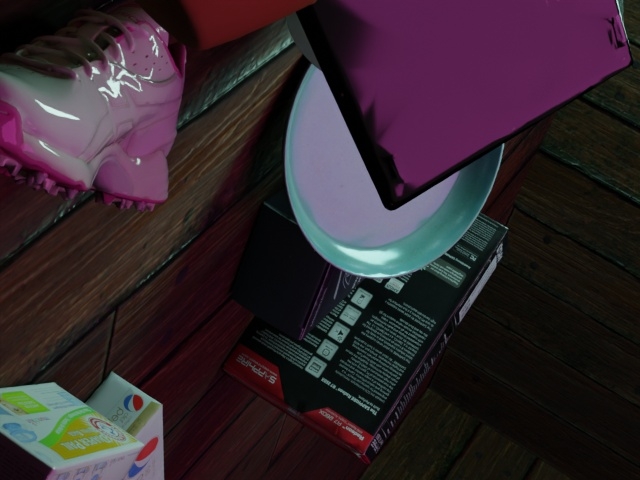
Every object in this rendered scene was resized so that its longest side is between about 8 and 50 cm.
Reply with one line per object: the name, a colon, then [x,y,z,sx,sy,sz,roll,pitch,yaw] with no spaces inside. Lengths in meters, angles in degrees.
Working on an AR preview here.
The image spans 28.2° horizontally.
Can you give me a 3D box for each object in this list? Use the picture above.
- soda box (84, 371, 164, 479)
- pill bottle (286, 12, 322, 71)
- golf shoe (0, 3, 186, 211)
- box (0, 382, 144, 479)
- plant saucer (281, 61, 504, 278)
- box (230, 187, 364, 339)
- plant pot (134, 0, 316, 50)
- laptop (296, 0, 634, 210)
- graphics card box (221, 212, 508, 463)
soda box: [-0.219,0.233,1.390,0.074,0.069,0.216,-51,164,-30]
pill bottle: [0.087,-0.273,1.204,0.272,0.152,0.152,-50,164,-29]
golf shoe: [-0.164,-0.099,0.823,0.306,0.115,0.140,4,106,-82]
box: [-0.253,0.198,1.095,0.103,0.114,0.203,-59,168,4]
plant saucer: [0.080,-0.114,1.434,0.317,0.043,0.318,-11,110,-33]
box: [0.000,0.000,1.577,0.207,0.108,0.153,-39,155,-54]
plant pot: [-0.045,-0.232,0.625,0.203,0.291,0.291,-40,164,-6]
laptop: [0.118,-0.314,1.100,0.408,0.236,0.382,-32,126,-7]
graphics card box: [0.066,0.088,1.738,0.371,0.233,0.094,-57,162,-11]
